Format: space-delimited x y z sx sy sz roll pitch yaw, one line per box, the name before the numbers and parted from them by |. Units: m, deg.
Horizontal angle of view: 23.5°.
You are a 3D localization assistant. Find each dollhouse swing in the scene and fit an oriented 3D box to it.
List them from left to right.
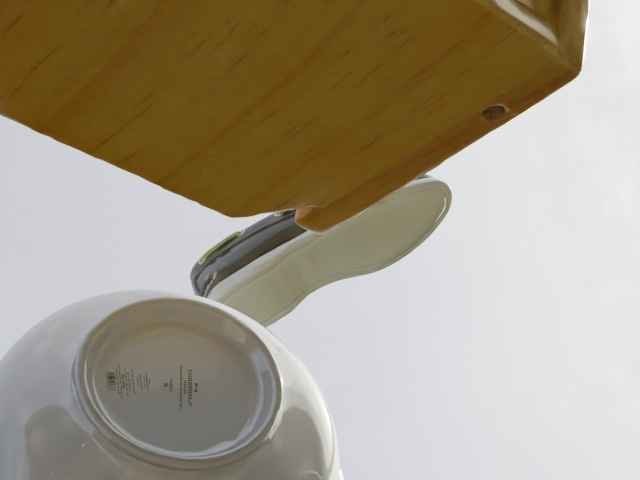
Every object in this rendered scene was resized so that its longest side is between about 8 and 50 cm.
dollhouse swing | -0.037 -0.242 0.930 0.346 0.315 0.305 24 -134 -42

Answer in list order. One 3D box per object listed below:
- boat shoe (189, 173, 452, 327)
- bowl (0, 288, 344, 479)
boat shoe | -0.001 -0.003 1.694 0.305 0.091 0.109 -28 -47 -9
bowl | -0.108 0.134 1.070 0.297 0.298 0.134 -16 -36 -32
